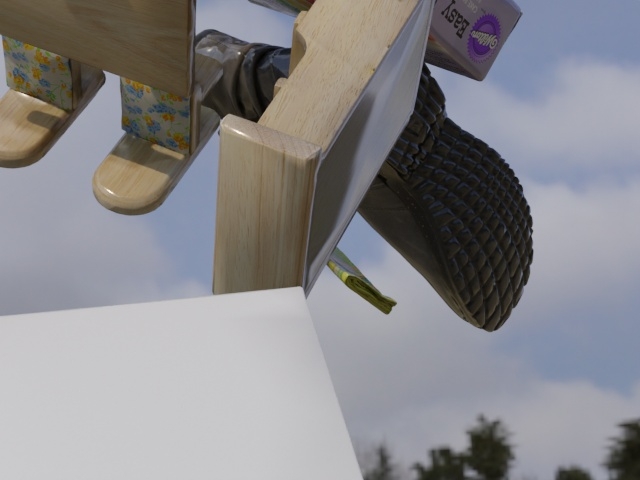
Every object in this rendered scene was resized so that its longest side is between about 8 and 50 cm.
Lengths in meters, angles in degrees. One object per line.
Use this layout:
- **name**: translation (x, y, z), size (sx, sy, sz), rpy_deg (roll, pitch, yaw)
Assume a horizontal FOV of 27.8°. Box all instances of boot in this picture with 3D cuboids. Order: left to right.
- **boot**: translation (0.038, -0.062, 1.138), size (0.222, 0.118, 0.338), rpy_deg (10, -36, 45)

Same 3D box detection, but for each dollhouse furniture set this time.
- **dollhouse furniture set**: translation (-0.087, -0.089, 0.623), size (0.242, 0.161, 0.212), rpy_deg (20, -42, 12)

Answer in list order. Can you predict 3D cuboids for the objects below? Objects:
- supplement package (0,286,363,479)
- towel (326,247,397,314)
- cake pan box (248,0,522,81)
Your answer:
- **supplement package**: translation (-0.093, 0.184, 0.518), size (0.199, 0.198, 0.263), rpy_deg (-5, -42, -16)
- **towel**: translation (0.000, 0.000, 1.566), size (0.021, 0.237, 0.102), rpy_deg (-48, -43, 4)
- **cake pan box**: translation (-0.027, -0.219, 0.884), size (0.267, 0.070, 0.245), rpy_deg (27, -5, 39)
